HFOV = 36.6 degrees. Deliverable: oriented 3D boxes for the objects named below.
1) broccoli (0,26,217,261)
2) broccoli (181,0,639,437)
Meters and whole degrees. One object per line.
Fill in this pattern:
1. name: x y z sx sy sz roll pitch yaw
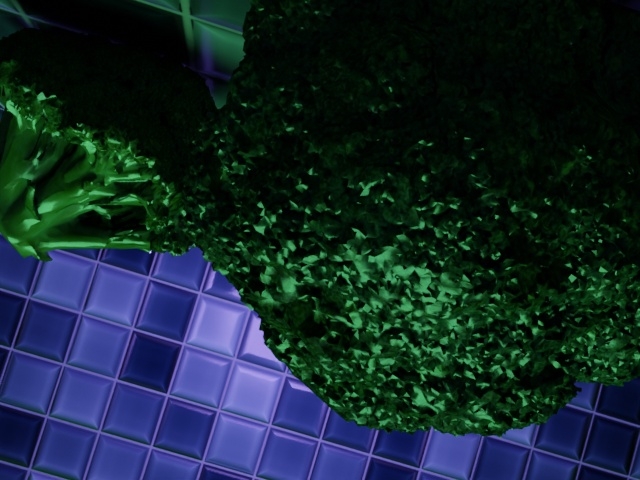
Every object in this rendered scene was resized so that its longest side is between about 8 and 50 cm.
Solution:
1. broccoli: -0.210 -0.083 0.909 0.269 0.242 0.261 57 171 -34
2. broccoli: 0.072 -0.027 0.559 0.308 0.307 0.275 17 -162 -4
